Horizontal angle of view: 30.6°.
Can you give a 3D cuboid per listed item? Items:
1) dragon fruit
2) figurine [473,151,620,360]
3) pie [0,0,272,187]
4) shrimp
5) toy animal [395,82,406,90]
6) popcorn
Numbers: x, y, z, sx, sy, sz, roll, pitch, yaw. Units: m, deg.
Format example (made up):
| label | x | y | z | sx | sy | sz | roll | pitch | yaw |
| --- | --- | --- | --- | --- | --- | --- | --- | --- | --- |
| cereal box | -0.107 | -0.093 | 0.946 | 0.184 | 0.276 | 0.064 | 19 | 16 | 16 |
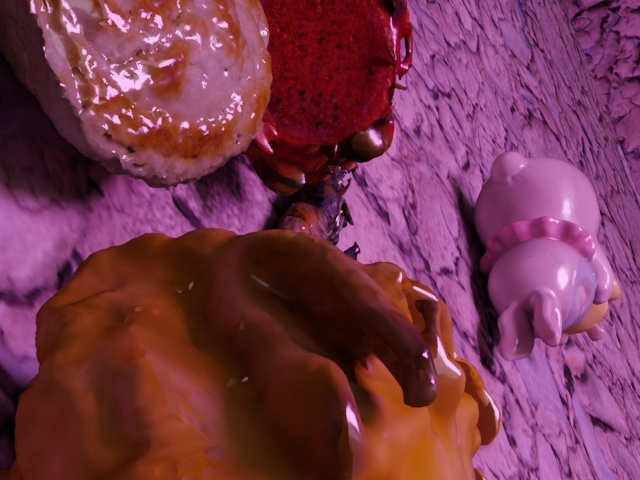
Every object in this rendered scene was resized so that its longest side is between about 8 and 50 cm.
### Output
| label | x | y | z | sx | sy | sz | roll | pitch | yaw |
| --- | --- | --- | --- | --- | --- | --- | --- | --- | --- |
| dragon fruit | -0.003 | -0.121 | 0.725 | 0.133 | 0.150 | 0.208 | 51 | 37 | -17 |
| figurine | 0.217 | 0.041 | 1.126 | 0.155 | 0.127 | 0.235 | 59 | 26 | -43 |
| pie | -0.111 | -0.140 | 0.579 | 0.201 | 0.090 | 0.248 | -8 | 74 | -63 |
| shrimp | 0.000 | 0.000 | 0.786 | 0.161 | 0.034 | 0.091 | -71 | 145 | -51 |
| toy animal | 0.031 | -0.249 | 1.021 | 0.219 | 0.095 | 0.155 | 69 | 18 | 9 |
| popcorn | -0.019 | 0.106 | 0.419 | 0.250 | 0.190 | 0.250 | 51 | 20 | -26 |
